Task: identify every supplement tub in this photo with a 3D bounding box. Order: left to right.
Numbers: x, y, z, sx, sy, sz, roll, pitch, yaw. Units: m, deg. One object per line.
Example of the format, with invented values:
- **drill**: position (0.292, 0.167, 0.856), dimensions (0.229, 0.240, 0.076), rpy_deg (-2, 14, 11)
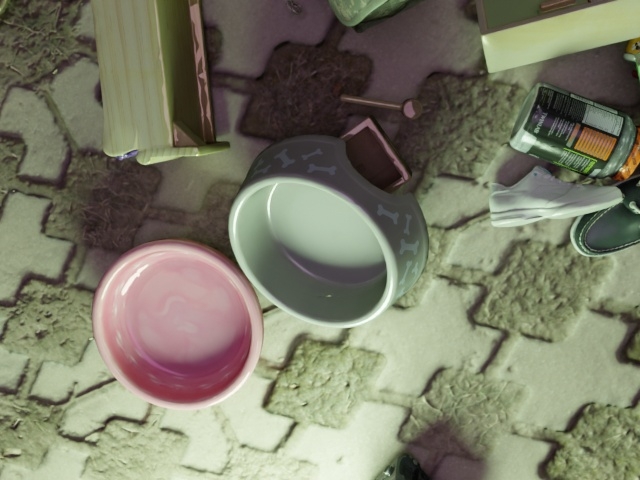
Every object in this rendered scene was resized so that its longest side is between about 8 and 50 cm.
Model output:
- **supplement tub**: position (0.417, -0.172, 1.104), dimensions (0.190, 0.117, 0.117), rpy_deg (22, 104, 3)

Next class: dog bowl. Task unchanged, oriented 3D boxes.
- **dog bowl**: position (0.000, 0.000, 1.141), dimensions (0.349, 0.102, 0.349), rpy_deg (16, 130, 20)

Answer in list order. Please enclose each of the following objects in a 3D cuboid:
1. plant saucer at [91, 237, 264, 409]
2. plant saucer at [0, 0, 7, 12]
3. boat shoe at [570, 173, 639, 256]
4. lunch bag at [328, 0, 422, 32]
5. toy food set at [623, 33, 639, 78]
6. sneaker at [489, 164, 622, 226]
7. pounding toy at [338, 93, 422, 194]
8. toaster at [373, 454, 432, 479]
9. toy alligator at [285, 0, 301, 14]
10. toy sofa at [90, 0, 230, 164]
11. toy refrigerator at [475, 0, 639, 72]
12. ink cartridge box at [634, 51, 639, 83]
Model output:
- **plant saucer**: position (-0.264, 0.154, 1.296), dimensions (0.332, 0.084, 0.332), rpy_deg (2, 103, 9)
- **plant saucer**: position (-0.677, -0.511, 1.241), dimensions (0.278, 0.041, 0.278), rpy_deg (2, 103, 9)
- **boat shoe**: position (0.558, -0.065, 1.117), dimensions (0.302, 0.091, 0.114), rpy_deg (-36, 94, 14)
- **lunch bag**: position (0.061, -0.452, 1.013), dimensions (0.169, 0.287, 0.235), rpy_deg (-23, 98, 13)
- **toy food set**: position (0.578, -0.239, 1.067), dimensions (0.232, 0.111, 0.104), rpy_deg (18, 104, 6)
- **sneaker**: position (0.386, -0.082, 1.139), dimensions (0.212, 0.080, 0.094), rpy_deg (-8, 81, 24)
- **pounding toy**: position (0.088, -0.171, 1.166), dimensions (0.206, 0.094, 0.181), rpy_deg (-34, 95, 14)
- **toaster**: position (0.172, 0.531, 1.288), dimensions (0.146, 0.129, 0.227), rpy_deg (-42, 95, 18)
- **toy alligator**: position (-0.103, -0.453, 1.162), dimensions (0.189, 0.056, 0.051), rpy_deg (54, 146, -6)
- **toy sofa**: position (-0.275, -0.317, 1.164), dimensions (0.177, 0.150, 0.362), rpy_deg (-2, 102, 14)
- **toy refrigerator**: position (0.381, -0.356, 1.046), dimensions (0.269, 0.094, 0.102), rpy_deg (-10, 57, 18)
- **ink cartridge box**: position (0.559, -0.184, 0.988), dimensions (0.154, 0.093, 0.212), rpy_deg (-13, 110, 24)
